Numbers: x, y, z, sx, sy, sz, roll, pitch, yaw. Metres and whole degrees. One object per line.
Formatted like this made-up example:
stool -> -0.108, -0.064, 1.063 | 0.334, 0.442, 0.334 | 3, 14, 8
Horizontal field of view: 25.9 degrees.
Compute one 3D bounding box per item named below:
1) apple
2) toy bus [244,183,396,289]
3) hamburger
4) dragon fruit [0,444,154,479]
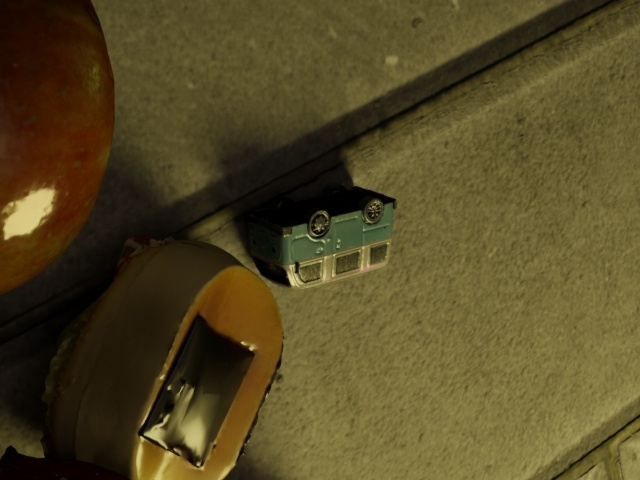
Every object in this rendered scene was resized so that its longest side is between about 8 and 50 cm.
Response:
apple -> -0.251, -0.081, 0.839 | 0.226, 0.246, 0.246 | 2, 100, -34
toy bus -> 0.000, 0.000, 1.160 | 0.123, 0.060, 0.075 | -14, 113, -36
hamburger -> -0.121, 0.099, 1.067 | 0.173, 0.116, 0.210 | 30, 79, -45
dragon fruit -> -0.191, 0.294, 0.939 | 0.295, 0.295, 0.302 | -35, 130, -25
